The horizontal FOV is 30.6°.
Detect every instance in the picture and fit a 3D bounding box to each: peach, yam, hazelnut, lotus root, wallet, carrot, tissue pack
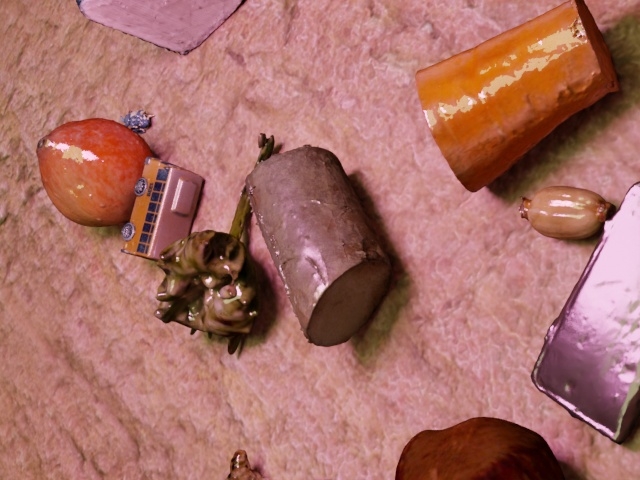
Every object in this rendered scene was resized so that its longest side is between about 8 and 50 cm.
[{"bbox_3d":[-0.427,-0.129,2.177,0.232,0.232,0.232,-17,65,39],"label":"peach"},{"bbox_3d":[0.000,0.000,1.771,0.168,0.168,0.304,-43,51,24],"label":"yam"},{"bbox_3d":[0.210,0.327,1.454,0.234,0.218,0.218,19,89,64],"label":"hazelnut"},{"bbox_3d":[0.323,-0.037,1.551,0.150,0.062,0.073,7,73,47],"label":"lotus root"},{"bbox_3d":[0.389,0.086,1.460,0.165,0.042,0.309,34,100,43],"label":"wallet"},{"bbox_3d":[0.276,-0.204,1.604,0.254,0.196,0.196,-27,58,21],"label":"carrot"},{"bbox_3d":[-0.330,-0.600,2.224,0.253,0.264,0.416,-38,53,29],"label":"tissue pack"}]

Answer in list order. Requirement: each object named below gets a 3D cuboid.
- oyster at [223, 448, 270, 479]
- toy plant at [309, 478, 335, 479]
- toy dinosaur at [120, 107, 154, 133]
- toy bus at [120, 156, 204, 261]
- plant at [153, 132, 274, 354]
[{"bbox_3d":[-0.106,0.497,1.750,0.221,0.096,0.361,-3,76,36],"label":"oyster"},{"bbox_3d":[0.020,0.516,1.560,0.356,0.210,0.317,55,147,35],"label":"toy plant"},{"bbox_3d":[-0.361,-0.234,2.288,0.083,0.030,0.047,-8,69,41],"label":"toy dinosaur"},{"bbox_3d":[-0.282,-0.053,2.107,0.103,0.091,0.182,11,85,43],"label":"toy bus"},{"bbox_3d":[-0.129,0.023,1.948,0.180,0.333,0.251,32,139,9],"label":"plant"}]
